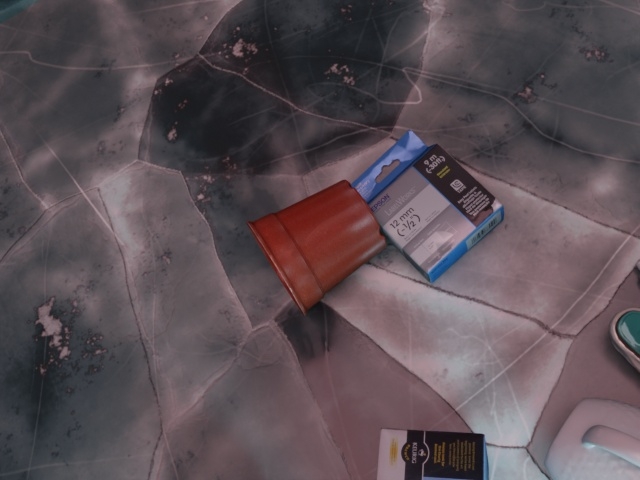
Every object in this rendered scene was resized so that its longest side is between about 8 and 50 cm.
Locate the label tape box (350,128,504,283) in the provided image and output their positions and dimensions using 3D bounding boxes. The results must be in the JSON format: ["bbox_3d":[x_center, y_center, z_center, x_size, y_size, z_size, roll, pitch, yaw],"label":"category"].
[{"bbox_3d":[0.247,-0.104,2.009,0.249,0.115,0.347,-42,71,-1],"label":"label tape box"}]

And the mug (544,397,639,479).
[{"bbox_3d":[0.635,0.462,1.608,0.328,0.374,0.276,31,78,27],"label":"mug"}]

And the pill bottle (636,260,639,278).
[{"bbox_3d":[0.776,0.094,1.845,0.065,0.065,0.116,-25,69,6],"label":"pill bottle"}]

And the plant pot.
[{"bbox_3d":[0.000,0.000,1.972,0.265,0.272,0.272,-32,69,-5],"label":"plant pot"}]

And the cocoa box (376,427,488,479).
[{"bbox_3d":[0.240,0.601,1.699,0.228,0.231,0.347,-1,59,13],"label":"cocoa box"}]

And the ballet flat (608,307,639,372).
[{"bbox_3d":[0.787,0.311,1.746,0.139,0.139,0.400,-41,73,-1],"label":"ballet flat"}]
